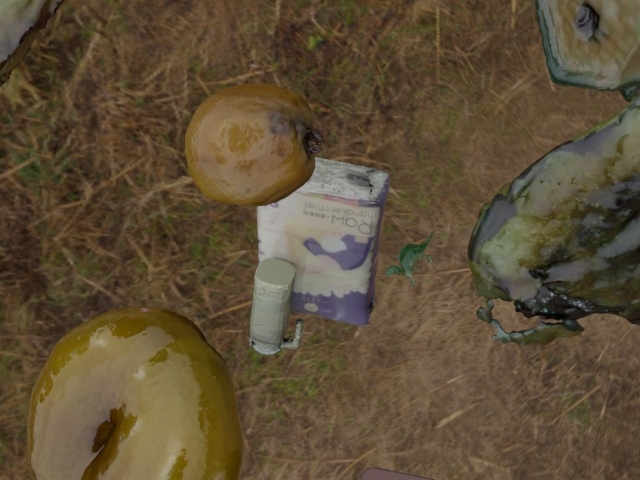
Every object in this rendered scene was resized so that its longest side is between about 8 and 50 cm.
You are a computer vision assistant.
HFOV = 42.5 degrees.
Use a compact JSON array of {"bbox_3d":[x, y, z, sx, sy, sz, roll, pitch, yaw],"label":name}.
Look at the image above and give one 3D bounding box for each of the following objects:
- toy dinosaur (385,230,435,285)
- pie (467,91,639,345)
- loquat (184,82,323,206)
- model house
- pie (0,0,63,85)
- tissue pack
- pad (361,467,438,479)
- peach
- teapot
[{"bbox_3d":[0.157,0.024,1.375,0.119,0.060,0.029,-51,33,-14],"label":"toy dinosaur"},{"bbox_3d":[0.302,0.008,0.593,0.372,0.078,0.296,18,129,-13],"label":"pie"},{"bbox_3d":[-0.102,-0.144,1.236,0.234,0.176,0.187,1,89,29],"label":"loquat"},{"bbox_3d":[0.543,-0.330,1.189,0.334,0.382,0.342,64,154,29],"label":"model house"},{"bbox_3d":[-0.319,-0.222,0.777,0.288,0.103,0.354,-32,36,24],"label":"pie"},{"bbox_3d":[0.000,0.000,1.608,0.243,0.125,0.343,12,135,10],"label":"tissue pack"},{"bbox_3d":[0.163,0.365,0.964,0.267,0.004,0.181,-2,103,39],"label":"pad"},{"bbox_3d":[-0.180,0.186,0.805,0.251,0.153,0.251,5,99,39],"label":"peach"},{"bbox_3d":[-0.081,0.138,1.613,0.107,0.077,0.200,15,130,6],"label":"teapot"}]
